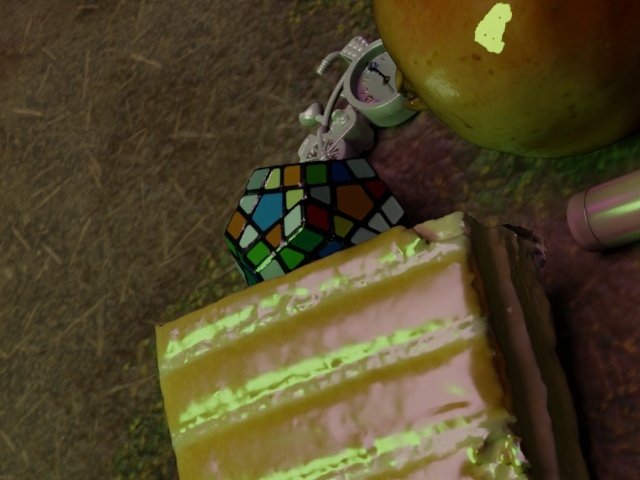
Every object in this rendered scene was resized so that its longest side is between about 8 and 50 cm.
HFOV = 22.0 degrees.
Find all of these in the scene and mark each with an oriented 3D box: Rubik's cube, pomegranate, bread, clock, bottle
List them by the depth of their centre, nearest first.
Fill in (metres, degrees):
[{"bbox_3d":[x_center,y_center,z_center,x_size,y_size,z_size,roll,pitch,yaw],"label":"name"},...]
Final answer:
[{"bbox_3d":[0.039,0.130,1.001,0.246,0.111,0.239,-24,66,25],"label":"bread"},{"bbox_3d":[0.202,-0.023,1.015,0.096,0.045,0.045,-21,53,36],"label":"bottle"},{"bbox_3d":[0.133,-0.152,1.037,0.209,0.209,0.209,-22,53,32],"label":"pomegranate"},{"bbox_3d":[0.000,0.000,1.138,0.133,0.112,0.133,-25,51,35],"label":"Rubik's cube"},{"bbox_3d":[0.026,-0.096,1.224,0.087,0.041,0.129,32,84,44],"label":"clock"}]
